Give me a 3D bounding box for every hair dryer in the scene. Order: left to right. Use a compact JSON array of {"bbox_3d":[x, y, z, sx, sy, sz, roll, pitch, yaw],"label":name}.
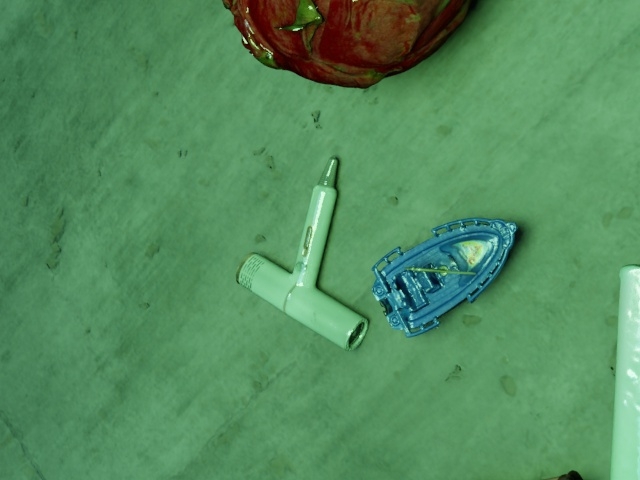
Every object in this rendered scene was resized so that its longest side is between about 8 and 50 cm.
[{"bbox_3d":[0.007,0.002,1.344,0.155,0.044,0.183,31,105,23],"label":"hair dryer"}]

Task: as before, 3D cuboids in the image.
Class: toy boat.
[{"bbox_3d":[0.116,0.030,1.239,0.175,0.110,0.091,-33,77,26],"label":"toy boat"}]

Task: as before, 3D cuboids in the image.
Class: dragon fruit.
[{"bbox_3d":[0.039,-0.272,1.191,0.299,0.244,0.244,-30,78,19],"label":"dragon fruit"}]

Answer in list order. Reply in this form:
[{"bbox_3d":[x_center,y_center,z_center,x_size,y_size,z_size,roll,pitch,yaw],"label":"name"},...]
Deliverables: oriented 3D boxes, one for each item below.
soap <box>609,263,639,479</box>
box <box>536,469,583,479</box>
[{"bbox_3d":[0.350,0.167,1.118,0.172,0.095,0.290,4,95,31],"label":"soap"},{"bbox_3d":[0.194,0.291,1.194,0.135,0.151,0.151,-21,83,22],"label":"box"}]
